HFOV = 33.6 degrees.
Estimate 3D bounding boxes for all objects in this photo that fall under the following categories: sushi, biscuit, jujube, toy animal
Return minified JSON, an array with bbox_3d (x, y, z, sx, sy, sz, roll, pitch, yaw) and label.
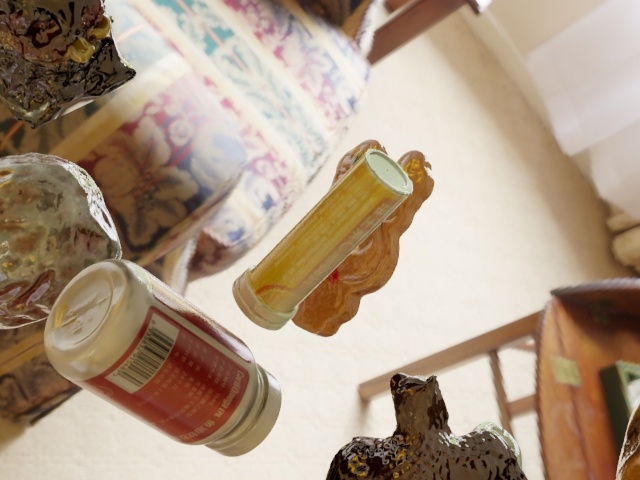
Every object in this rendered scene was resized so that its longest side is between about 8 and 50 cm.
[{"bbox_3d":[-0.319,-0.258,1.221,0.153,0.150,0.172,-31,77,-25],"label":"sushi"},{"bbox_3d":[0.050,-0.006,1.687,0.047,0.202,0.333,28,88,-44],"label":"biscuit"},{"bbox_3d":[-0.435,0.002,1.525,0.246,0.308,0.215,51,32,-14],"label":"jujube"},{"bbox_3d":[0.095,0.222,1.008,0.116,0.219,0.179,-25,109,-69],"label":"toy animal"}]

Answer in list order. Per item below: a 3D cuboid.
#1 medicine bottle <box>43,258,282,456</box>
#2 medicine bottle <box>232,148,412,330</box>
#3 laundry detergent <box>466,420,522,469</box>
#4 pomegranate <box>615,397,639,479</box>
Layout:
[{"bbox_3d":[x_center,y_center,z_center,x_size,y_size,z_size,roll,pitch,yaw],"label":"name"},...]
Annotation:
[{"bbox_3d":[-0.157,0.129,1.099,0.250,0.131,0.131,42,43,-40],"label":"medicine bottle"},{"bbox_3d":[0.000,0.000,1.091,0.074,0.218,0.074,32,30,-21],"label":"medicine bottle"},{"bbox_3d":[0.173,0.409,1.582,0.105,0.280,0.215,39,29,2],"label":"laundry detergent"},{"bbox_3d":[0.386,0.223,0.900,0.307,0.307,0.307,23,54,-35],"label":"pomegranate"}]
